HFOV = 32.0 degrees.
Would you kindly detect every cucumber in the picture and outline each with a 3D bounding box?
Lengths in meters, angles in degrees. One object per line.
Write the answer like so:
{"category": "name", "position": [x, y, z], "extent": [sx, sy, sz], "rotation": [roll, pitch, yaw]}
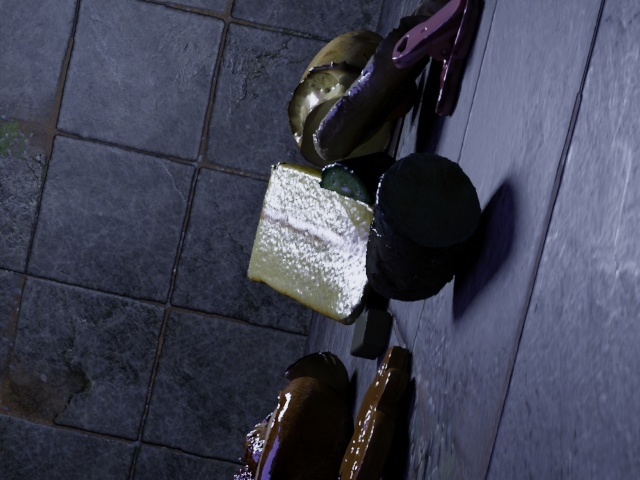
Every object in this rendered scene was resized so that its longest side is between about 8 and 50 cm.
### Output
{"category": "cucumber", "position": [0.072, -0.102, 1.762], "extent": [0.115, 0.116, 0.062], "rotation": [-17, -63, -41]}

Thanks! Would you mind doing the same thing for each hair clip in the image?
{"category": "hair clip", "position": [0.175, -0.250, 1.454], "extent": [0.138, 0.102, 0.123], "rotation": [-37, 28, 31]}

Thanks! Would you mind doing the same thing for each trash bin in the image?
{"category": "trash bin", "position": [0.076, 0.138, 1.642], "extent": [0.092, 0.043, 0.061], "rotation": [123, 160, -74]}

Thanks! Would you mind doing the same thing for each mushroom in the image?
{"category": "mushroom", "position": [-0.033, 0.356, 1.712], "extent": [0.278, 0.163, 0.297], "rotation": [-116, 37, -72]}

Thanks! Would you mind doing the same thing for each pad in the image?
{"category": "pad", "position": [0.171, -0.318, 2.185], "extent": [0.220, 0.004, 0.330], "rotation": [-96, 19, -83]}

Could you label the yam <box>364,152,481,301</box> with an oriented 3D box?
{"category": "yam", "position": [0.098, -0.005, 1.105], "extent": [0.183, 0.107, 0.107], "rotation": [101, 180, -65]}

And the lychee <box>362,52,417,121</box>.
{"category": "lychee", "position": [0.119, -0.266, 1.954], "extent": [0.140, 0.101, 0.114], "rotation": [-70, -18, -76]}

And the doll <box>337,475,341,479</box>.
{"category": "doll", "position": [0.003, 0.425, 1.551], "extent": [0.096, 0.070, 0.195], "rotation": [-9, -61, -76]}

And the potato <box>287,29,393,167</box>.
{"category": "potato", "position": [0.062, -0.305, 2.261], "extent": [0.285, 0.242, 0.243], "rotation": [95, -176, -49]}

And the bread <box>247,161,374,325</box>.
{"category": "bread", "position": [0.000, 0.000, 1.873], "extent": [0.362, 0.244, 0.233], "rotation": [-62, -15, -85]}

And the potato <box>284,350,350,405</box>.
{"category": "potato", "position": [0.020, 0.281, 1.968], "extent": [0.120, 0.100, 0.261], "rotation": [-39, -27, -16]}

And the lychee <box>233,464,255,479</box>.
{"category": "lychee", "position": [-0.075, 0.460, 1.955], "extent": [0.188, 0.188, 0.188], "rotation": [-168, 90, -88]}

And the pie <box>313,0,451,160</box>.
{"category": "pie", "position": [0.096, -0.241, 1.718], "extent": [0.337, 0.075, 0.337], "rotation": [-52, -2, -2]}

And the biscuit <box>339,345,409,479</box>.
{"category": "biscuit", "position": [0.061, 0.236, 1.301], "extent": [0.249, 0.035, 0.184], "rotation": [-69, 1, -55]}
